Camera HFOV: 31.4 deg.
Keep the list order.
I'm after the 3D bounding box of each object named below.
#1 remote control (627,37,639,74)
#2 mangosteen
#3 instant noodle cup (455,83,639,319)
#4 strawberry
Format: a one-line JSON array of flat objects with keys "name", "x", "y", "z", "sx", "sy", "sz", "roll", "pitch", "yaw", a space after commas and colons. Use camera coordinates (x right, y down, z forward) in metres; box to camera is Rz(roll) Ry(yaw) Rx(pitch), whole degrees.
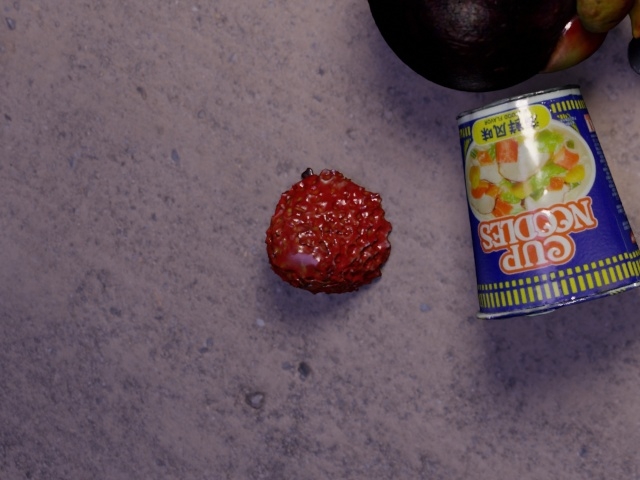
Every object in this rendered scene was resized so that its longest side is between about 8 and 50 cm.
[{"name": "remote control", "x": 0.559, "y": -0.335, "z": 1.641, "sx": 0.266, "sy": 0.066, "sz": 0.090, "roll": -41, "pitch": 72, "yaw": 33}, {"name": "mangosteen", "x": 0.265, "y": -0.391, "z": 1.569, "sx": 0.435, "sy": 0.382, "sz": 0.382, "roll": 14, "pitch": 111, "yaw": 33}, {"name": "instant noodle cup", "x": 0.334, "y": -0.062, "z": 1.720, "sx": 0.284, "sy": 0.284, "sz": 0.312, "roll": -13, "pitch": 90, "yaw": 27}, {"name": "strawberry", "x": 0.000, "y": 0.000, "z": 1.931, "sx": 0.234, "sy": 0.178, "sz": 0.234, "roll": 5, "pitch": 106, "yaw": 16}]
